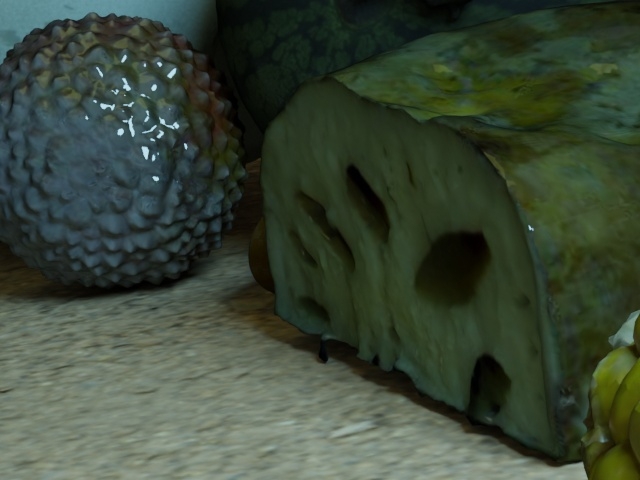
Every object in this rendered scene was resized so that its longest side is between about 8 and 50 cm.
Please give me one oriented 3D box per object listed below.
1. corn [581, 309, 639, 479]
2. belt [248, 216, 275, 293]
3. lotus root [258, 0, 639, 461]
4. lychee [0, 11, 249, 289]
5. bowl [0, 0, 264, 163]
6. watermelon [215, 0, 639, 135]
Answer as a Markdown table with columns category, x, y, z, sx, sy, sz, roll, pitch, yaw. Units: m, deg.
| category | x | y | z | sx | sy | sz | roll | pitch | yaw |
| --- | --- | --- | --- | --- | --- | --- | --- | --- | --- |
| corn | 0.186 | 0.074 | 0.278 | 0.144 | 0.144 | 0.387 | -14 | 16 | -29 |
| belt | 0.000 | 0.000 | 0.945 | 0.083 | 0.059 | 0.036 | -19 | 17 | -42 |
| lotus root | 0.139 | -0.027 | 0.782 | 0.260 | 0.149 | 0.267 | -13 | 16 | -22 |
| lychee | -0.125 | -0.052 | 1.028 | 0.165 | 0.165 | 0.197 | -15 | 22 | -32 |
| bowl | -0.102 | -0.170 | 1.216 | 0.196 | 0.435 | 0.435 | 27 | 27 | 25 |
| watermelon | 0.081 | -0.142 | 1.025 | 0.279 | 0.279 | 0.359 | -3 | 6 | 21 |
